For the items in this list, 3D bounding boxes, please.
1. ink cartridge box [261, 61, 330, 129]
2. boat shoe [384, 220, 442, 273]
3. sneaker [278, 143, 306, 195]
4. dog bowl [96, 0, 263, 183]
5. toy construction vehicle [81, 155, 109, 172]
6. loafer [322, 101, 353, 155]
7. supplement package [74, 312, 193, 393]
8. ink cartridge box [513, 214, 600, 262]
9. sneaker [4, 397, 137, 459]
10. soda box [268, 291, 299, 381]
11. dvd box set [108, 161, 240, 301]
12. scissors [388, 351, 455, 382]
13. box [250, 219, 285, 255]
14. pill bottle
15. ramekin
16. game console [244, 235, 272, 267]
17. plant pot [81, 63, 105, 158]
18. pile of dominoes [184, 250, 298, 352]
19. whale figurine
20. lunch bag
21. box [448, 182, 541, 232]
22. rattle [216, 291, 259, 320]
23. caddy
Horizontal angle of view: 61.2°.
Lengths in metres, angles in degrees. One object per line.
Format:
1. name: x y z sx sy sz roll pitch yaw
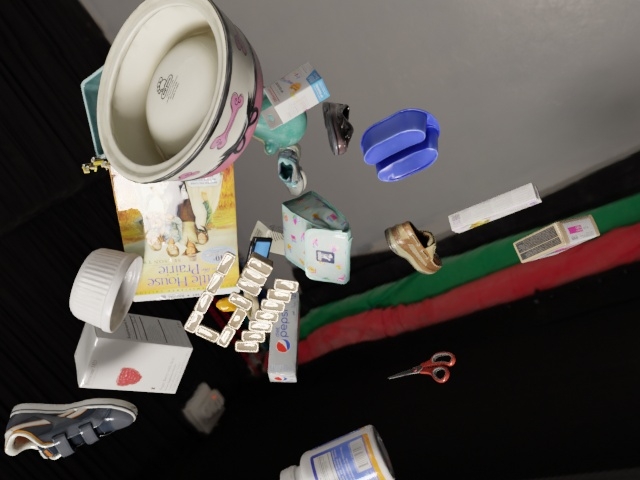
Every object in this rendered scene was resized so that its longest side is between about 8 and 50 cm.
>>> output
1. ink cartridge box: -0.080 -0.382 1.429 0.181 0.061 0.104 -31 -132 2
2. boat shoe: 0.366 0.025 1.975 0.120 0.324 0.122 -35 -130 25
3. sneaker: -0.134 -0.273 2.242 0.110 0.283 0.122 8 -127 15
4. dog bowl: -0.294 -0.310 1.156 0.408 0.408 0.150 -23 162 31
5. toy construction vehicle: -0.663 -0.225 1.633 0.098 0.035 0.086 -12 176 -31
6. loafer: 0.065 -0.371 1.728 0.095 0.109 0.302 -9 -143 -1
7. supplement package: -0.579 0.344 1.672 0.175 0.293 0.177 41 -68 54
8. ink cartridge box: 0.847 -0.005 1.943 0.234 0.088 0.193 -10 164 -34
9. sneaker: -0.640 0.491 1.392 0.321 0.126 0.127 -4 -135 -2
10. soda box: -0.118 0.319 1.800 0.091 0.098 0.286 1 -120 1
11. dvd box set: -0.380 -0.028 1.464 0.307 0.420 0.062 -3 -148 -11
12. scissors: 0.359 0.452 1.933 0.297 0.021 0.109 -17 -132 53
13. box: -0.142 0.004 2.228 0.113 0.275 0.094 37 -72 47
14. pill bottle: 0.041 0.600 1.399 0.272 0.152 0.152 -25 -164 5
15. ramekin: -0.538 0.118 1.359 0.207 0.109 0.207 -161 -90 -86
16. game console: -0.218 0.053 1.899 0.107 0.071 0.122 -89 -167 -72
17. plant pot: -0.552 -0.404 1.691 0.247 0.248 0.252 -11 -178 42
18. pile of dominoes: -0.191 0.151 1.324 0.251 0.196 0.040 -58 -168 16
19. whale figurine: -0.157 -0.372 1.648 0.272 0.216 0.141 -7 180 -40
20. lunch bag: 0.000 0.000 1.744 0.160 0.223 0.262 -25 -136 -30
21. box: 0.619 -0.112 1.939 0.324 0.067 0.063 -25 157 34
22. rattle: -0.279 0.262 1.980 0.200 0.143 0.130 57 -49 46
23. caddy: 0.330 -0.402 2.245 0.341 0.241 0.179 -23 -137 28
